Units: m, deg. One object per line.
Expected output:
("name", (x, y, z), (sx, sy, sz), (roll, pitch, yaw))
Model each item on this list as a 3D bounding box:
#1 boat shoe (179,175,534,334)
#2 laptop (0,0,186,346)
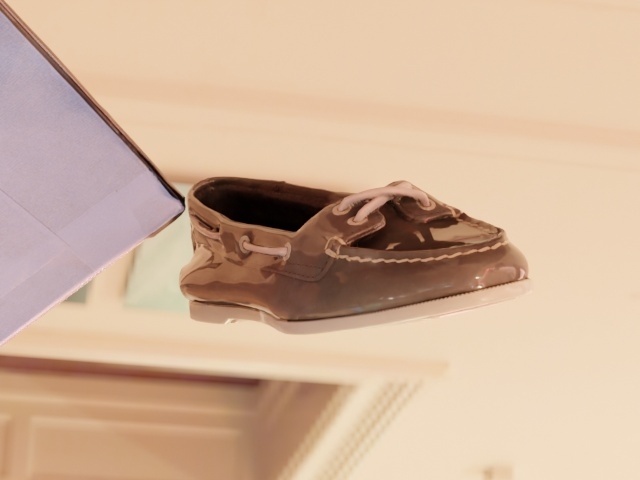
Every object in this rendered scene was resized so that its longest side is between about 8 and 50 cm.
("boat shoe", (0.000, 0.000, 0.967), (0.335, 0.112, 0.095), (-4, -82, 60))
("laptop", (-0.234, 0.118, 0.701), (0.382, 0.236, 0.408), (52, 36, -66))
